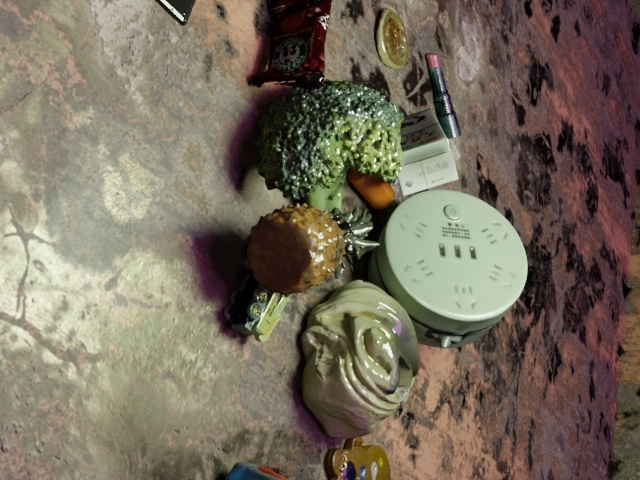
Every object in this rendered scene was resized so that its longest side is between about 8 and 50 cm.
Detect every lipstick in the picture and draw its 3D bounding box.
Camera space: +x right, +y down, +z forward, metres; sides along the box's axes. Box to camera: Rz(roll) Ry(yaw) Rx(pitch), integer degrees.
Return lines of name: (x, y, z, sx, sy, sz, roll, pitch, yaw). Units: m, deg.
lipstick: (0.323, -0.388, 2.316, 0.053, 0.053, 0.234, -24, 100, -52)

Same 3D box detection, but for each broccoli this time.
broccoli: (0.038, -0.174, 1.724, 0.375, 0.249, 0.302, -41, 115, -54)

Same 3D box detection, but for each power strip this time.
power strip: (0.284, 0.071, 1.943, 0.358, 0.161, 0.357, 7, 58, -11)

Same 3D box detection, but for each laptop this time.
laptop: (-0.259, -0.494, 1.559, 0.129, 0.016, 0.180, 39, 56, -43)

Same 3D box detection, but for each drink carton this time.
drink carton: (0.223, -0.204, 1.965, 0.315, 0.131, 0.106, -90, 160, -70)

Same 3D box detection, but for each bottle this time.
bottle: (0.136, -0.106, 2.003, 0.187, 0.069, 0.069, 49, 49, -41)

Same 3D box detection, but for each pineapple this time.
pineapple: (0.000, 0.000, 1.629, 0.340, 0.169, 0.169, -20, 102, -61)

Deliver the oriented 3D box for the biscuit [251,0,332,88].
biscuit: (-0.050, -0.398, 1.718, 0.063, 0.151, 0.235, 37, 55, -50)

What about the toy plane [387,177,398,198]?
toy plane: (0.140, -0.182, 2.031, 0.197, 0.053, 0.078, 64, 32, -19)

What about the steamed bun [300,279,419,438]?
steamed bun: (0.097, 0.245, 1.790, 0.275, 0.206, 0.320, -12, 92, -52)

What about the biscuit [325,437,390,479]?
biscuit: (0.085, 0.513, 1.880, 0.236, 0.039, 0.179, 18, 70, -53)

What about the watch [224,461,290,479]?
watch: (-0.077, 0.569, 1.520, 0.305, 0.241, 0.274, 48, 67, -37)

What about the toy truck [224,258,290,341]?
toy truck: (-0.108, 0.108, 1.633, 0.100, 0.077, 0.169, 48, 48, -35)

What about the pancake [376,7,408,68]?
pancake: (0.178, -0.500, 2.145, 0.152, 0.025, 0.151, 7, 82, -53)
